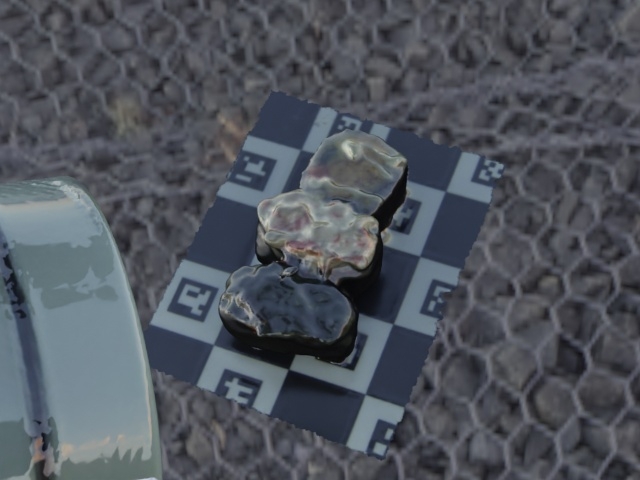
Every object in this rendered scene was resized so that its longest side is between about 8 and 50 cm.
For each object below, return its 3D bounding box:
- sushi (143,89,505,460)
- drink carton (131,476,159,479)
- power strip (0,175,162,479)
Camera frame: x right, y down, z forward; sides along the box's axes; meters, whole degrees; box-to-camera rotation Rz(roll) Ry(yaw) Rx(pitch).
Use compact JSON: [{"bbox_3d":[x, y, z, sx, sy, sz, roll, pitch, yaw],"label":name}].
[{"bbox_3d":[0.000,0.000,1.660,0.296,0.100,0.373,19,65,15],"label":"sushi"},{"bbox_3d":[-0.211,0.225,0.918,0.315,0.106,0.130,-9,60,24],"label":"drink carton"},{"bbox_3d":[-0.251,0.115,1.230,0.161,0.357,0.357,-9,49,-22],"label":"power strip"}]
